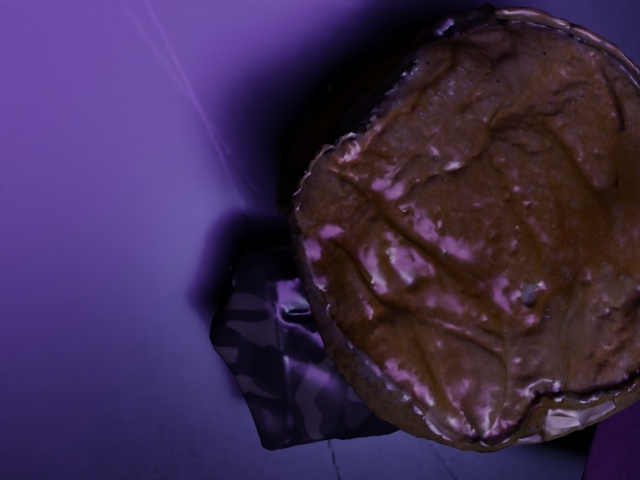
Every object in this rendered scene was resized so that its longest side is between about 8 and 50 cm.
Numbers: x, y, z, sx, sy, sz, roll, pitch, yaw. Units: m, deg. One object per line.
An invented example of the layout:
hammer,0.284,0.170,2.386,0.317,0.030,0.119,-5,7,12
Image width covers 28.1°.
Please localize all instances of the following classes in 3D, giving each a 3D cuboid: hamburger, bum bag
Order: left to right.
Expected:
bum bag,0.091,0.077,0.891,0.340,0.095,0.144,1,102,-16
hamburger,0.110,-0.009,0.801,0.285,0.134,0.265,-19,84,-16

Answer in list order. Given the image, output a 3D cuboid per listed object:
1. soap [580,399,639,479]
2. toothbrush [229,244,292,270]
soap,0.317,0.141,0.934,0.259,0.081,0.181,4,106,-32
toothbrush,0.000,0.000,0.886,0.131,0.011,0.013,-20,98,-6
